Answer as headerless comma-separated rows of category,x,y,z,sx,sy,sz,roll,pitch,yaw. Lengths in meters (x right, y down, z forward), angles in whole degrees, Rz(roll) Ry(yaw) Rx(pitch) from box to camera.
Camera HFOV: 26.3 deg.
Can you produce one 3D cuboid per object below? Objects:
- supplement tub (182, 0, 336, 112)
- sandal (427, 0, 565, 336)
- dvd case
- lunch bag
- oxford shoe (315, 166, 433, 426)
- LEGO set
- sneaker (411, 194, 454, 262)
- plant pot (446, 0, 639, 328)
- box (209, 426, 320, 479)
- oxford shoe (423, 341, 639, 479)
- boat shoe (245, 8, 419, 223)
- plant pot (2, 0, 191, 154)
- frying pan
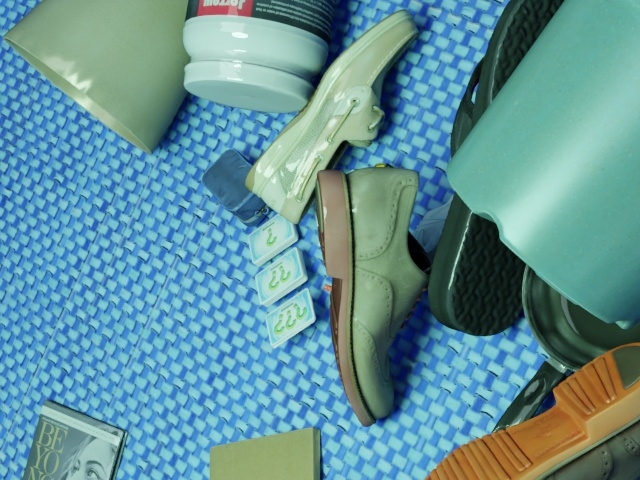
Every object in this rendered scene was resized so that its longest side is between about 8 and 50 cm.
supplement tub,-0.074,-0.318,1.785,0.191,0.191,0.272,4,82,35
sandal,0.207,-0.114,1.576,0.107,0.168,0.445,21,92,53
dvd case,-0.364,0.354,1.952,0.165,0.018,0.221,15,89,36
lunch bag,-0.102,-0.066,1.831,0.067,0.065,0.098,-44,57,1
oxford shoe,0.073,0.072,1.583,0.130,0.348,0.123,-8,36,-2
LEGO set,0.000,0.000,1.729,0.244,0.060,0.182,-34,49,26
sneaker,0.132,0.003,1.669,0.152,0.054,0.061,-38,37,28
plant pot,0.325,-0.113,1.369,0.334,0.341,0.341,-51,57,14
box,-0.071,0.346,1.729,0.164,0.021,0.201,-15,62,29
oxford shoe,0.233,0.261,1.443,0.364,0.132,0.130,-34,21,7
boat shoe,0.034,-0.156,1.738,0.098,0.109,0.302,41,93,8
plant pot,-0.252,-0.304,1.895,0.256,0.256,0.274,34,84,35
frying pan,0.304,0.116,1.517,0.197,0.053,0.326,11,87,35
